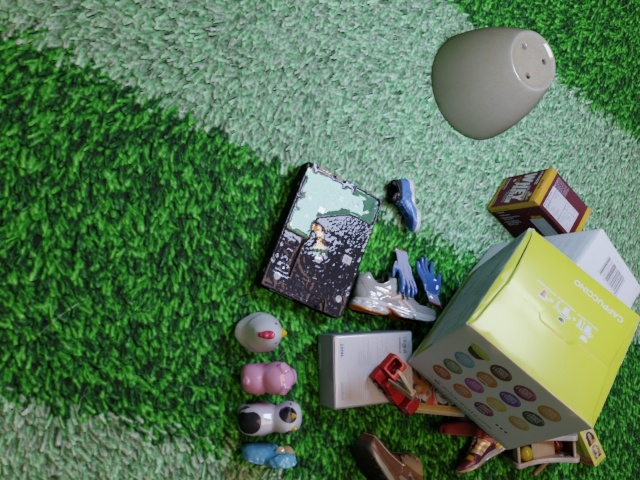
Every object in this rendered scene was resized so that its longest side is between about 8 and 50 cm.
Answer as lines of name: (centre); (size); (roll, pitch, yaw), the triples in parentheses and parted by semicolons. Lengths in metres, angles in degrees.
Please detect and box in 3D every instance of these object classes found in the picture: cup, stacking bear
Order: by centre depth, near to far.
stacking bear: (0.431, 0.390, 1.603); (0.164, 0.176, 0.288); (19, 68, -43)
cup: (0.526, -0.481, 1.670); (0.332, 0.237, 0.330); (3, 84, -27)

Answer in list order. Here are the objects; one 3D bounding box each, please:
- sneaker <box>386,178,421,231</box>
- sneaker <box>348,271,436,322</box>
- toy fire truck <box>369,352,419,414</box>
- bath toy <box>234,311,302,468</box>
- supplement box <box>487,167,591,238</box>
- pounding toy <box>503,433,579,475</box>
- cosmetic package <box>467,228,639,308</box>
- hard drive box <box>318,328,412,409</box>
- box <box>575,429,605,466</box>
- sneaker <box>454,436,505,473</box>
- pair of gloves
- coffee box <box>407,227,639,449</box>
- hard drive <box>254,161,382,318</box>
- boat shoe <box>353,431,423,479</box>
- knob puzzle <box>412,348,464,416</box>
sneaker: (0.222, -0.096, 1.585); (0.085, 0.058, 0.152); (-3, 83, -32)
sneaker: (0.204, 0.150, 1.540); (0.263, 0.099, 0.120); (16, 74, -26)
toy fire truck: (0.188, 0.349, 1.391); (0.047, 0.135, 0.192); (-44, 105, -22)
bath toy: (-0.118, 0.340, 1.344); (0.152, 0.129, 0.347); (-3, 86, -26)
supplement box: (0.648, -0.092, 1.724); (0.194, 0.191, 0.129); (42, 69, -18)
pounding toy: (0.667, 0.636, 1.696); (0.270, 0.154, 0.154); (-2, 86, -26)
cosmetic package: (0.626, 0.112, 1.589); (0.156, 0.385, 0.217); (-46, 103, -27)
hard drive box: (0.116, 0.324, 1.483); (0.232, 0.089, 0.180); (2, 85, -27)
box: (0.799, 0.586, 1.805); (0.058, 0.087, 0.232); (-31, 101, -23)
sneaker: (0.444, 0.591, 1.645); (0.186, 0.069, 0.083); (-24, 71, -19)
pair of gloves: (0.263, 0.099, 1.568); (0.198, 0.023, 0.159); (23, 44, -31)
coffee box: (0.485, 0.244, 1.410); (0.338, 0.334, 0.338); (40, 60, 5)
hard drive: (0.000, 0.000, 1.465); (0.237, 0.064, 0.338); (26, 76, -23)
boat shoe: (0.202, 0.606, 1.497); (0.120, 0.123, 0.323); (-43, 113, -28)
knob puzzle: (0.302, 0.363, 1.543); (0.213, 0.030, 0.213); (-3, 74, 12)
